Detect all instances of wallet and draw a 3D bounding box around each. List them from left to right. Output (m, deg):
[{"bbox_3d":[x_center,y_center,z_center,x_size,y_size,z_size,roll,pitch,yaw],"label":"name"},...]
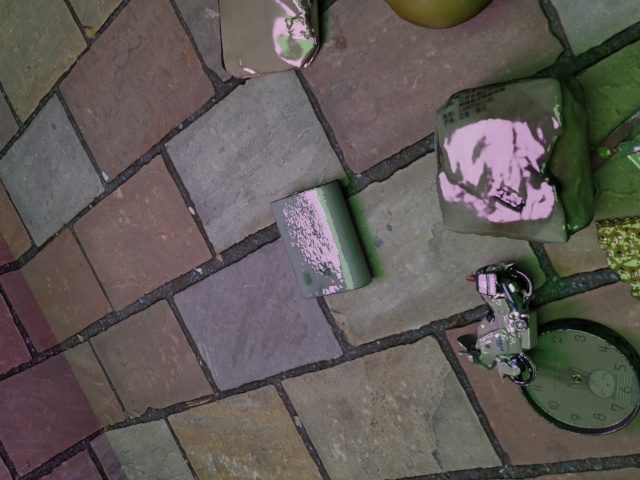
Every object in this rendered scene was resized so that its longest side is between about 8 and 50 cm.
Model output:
[{"bbox_3d":[-0.119,-0.487,1.162,0.275,0.068,0.335,17,123,34],"label":"wallet"}]

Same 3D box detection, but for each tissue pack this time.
[{"bbox_3d":[0.505,-0.150,0.862,0.056,0.023,0.108,51,129,11],"label":"tissue pack"}]

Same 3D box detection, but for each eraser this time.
[{"bbox_3d":[0.000,0.000,1.245,0.174,0.081,0.226,-14,98,38],"label":"eraser"}]

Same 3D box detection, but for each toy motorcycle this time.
[{"bbox_3d":[0.315,0.145,1.054,0.150,0.102,0.221,4,100,47],"label":"toy motorcycle"}]

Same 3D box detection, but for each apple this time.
[{"bbox_3d":[0.183,-0.419,0.893,0.200,0.200,0.199,13,114,31],"label":"apple"}]

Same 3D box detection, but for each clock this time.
[{"bbox_3d":[0.454,0.244,1.037,0.215,0.042,0.214,14,115,31],"label":"clock"}]

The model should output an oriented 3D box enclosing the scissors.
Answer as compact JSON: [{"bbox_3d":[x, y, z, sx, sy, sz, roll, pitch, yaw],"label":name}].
[{"bbox_3d":[0.434,-0.135,0.903,0.187,0.020,0.133,-36,79,49],"label":"scissors"}]

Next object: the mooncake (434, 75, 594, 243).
[{"bbox_3d":[0.303,-0.130,0.937,0.255,0.136,0.250,7,112,43],"label":"mooncake"}]

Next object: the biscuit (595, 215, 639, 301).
[{"bbox_3d":[0.544,0.026,0.906,0.203,0.016,0.143,-8,102,36],"label":"biscuit"}]
